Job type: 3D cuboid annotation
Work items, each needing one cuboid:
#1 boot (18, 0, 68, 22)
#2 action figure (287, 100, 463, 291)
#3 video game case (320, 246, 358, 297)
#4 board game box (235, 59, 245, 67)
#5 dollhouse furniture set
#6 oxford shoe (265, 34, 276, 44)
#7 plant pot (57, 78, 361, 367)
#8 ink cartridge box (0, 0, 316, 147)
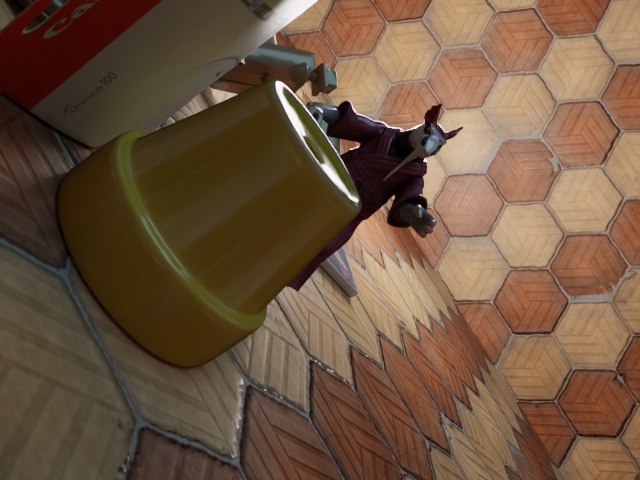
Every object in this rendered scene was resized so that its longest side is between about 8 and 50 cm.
[{"bbox_3d":[-0.363,-0.396,0.996,0.305,0.115,0.112,64,12,24],"label":"boot"},{"bbox_3d":[0.056,-0.069,1.175,0.248,0.370,0.276,61,10,12],"label":"action figure"},{"bbox_3d":[0.000,0.000,1.597,0.201,0.023,0.183,48,15,-36],"label":"video game case"},{"bbox_3d":[-0.254,-0.395,1.198,0.291,0.141,0.232,7,69,-74],"label":"board game box"},{"bbox_3d":[-0.112,-0.176,1.441,0.174,0.303,0.355,6,73,-27],"label":"dollhouse furniture set"},{"bbox_3d":[-0.187,-0.494,1.817,0.348,0.130,0.123,51,-3,-40],"label":"oxford shoe"},{"bbox_3d":[-0.097,-0.034,0.814,0.254,0.239,0.254,54,12,-17],"label":"plant pot"},{"bbox_3d":[-0.170,-0.212,0.814,0.091,0.308,0.385,54,13,-5],"label":"ink cartridge box"}]
